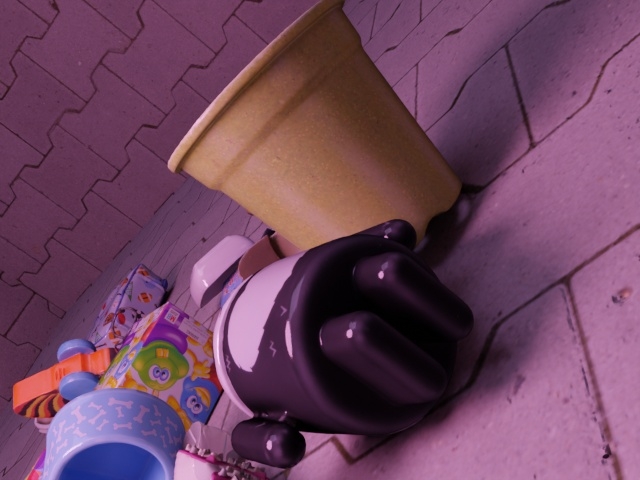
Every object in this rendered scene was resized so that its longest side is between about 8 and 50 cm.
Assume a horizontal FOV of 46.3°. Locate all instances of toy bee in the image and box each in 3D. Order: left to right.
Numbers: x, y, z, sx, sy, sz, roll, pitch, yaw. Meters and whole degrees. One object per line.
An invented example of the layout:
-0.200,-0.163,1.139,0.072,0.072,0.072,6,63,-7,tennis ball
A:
-0.414,0.263,1.398,0.298,0.162,0.195,-15,53,27,toy bee

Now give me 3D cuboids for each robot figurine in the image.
0.008,0.089,0.683,0.209,0.173,0.278,-16,-3,-31,robot figurine

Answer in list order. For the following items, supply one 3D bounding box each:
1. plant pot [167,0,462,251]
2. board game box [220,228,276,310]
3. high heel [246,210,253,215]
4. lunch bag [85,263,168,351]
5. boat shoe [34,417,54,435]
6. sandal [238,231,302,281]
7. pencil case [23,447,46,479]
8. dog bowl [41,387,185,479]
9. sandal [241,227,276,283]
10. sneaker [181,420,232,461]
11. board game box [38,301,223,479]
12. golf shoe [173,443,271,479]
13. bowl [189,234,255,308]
0.012,-0.091,0.860,0.276,0.254,0.276,-44,6,6,plant pot
-0.094,0.039,1.288,0.211,0.039,0.160,-47,17,12,board game box
-0.085,-0.171,1.596,0.186,0.093,0.261,-33,33,31,high heel
-0.504,0.213,1.881,0.243,0.115,0.303,-43,20,34,lunch bag
-0.520,0.340,1.573,0.367,0.156,0.135,-32,26,49,boat shoe
-0.003,-0.006,1.072,0.240,0.088,0.079,-31,-17,5,sandal
-0.498,0.453,1.388,0.104,0.104,0.236,-26,31,55,pencil case
-0.271,0.318,0.907,0.297,0.166,0.074,-63,21,18,dog bowl
-0.088,0.094,1.128,0.097,0.055,0.254,123,158,-47,sandal
-0.133,0.290,0.861,0.054,0.061,0.152,-16,58,51,sneaker
-0.258,0.253,1.095,0.142,0.144,0.275,-30,27,50,board game box
-0.082,0.277,0.683,0.140,0.115,0.306,-68,14,-15,golf shoe
-0.188,0.050,1.388,0.142,0.053,0.142,-43,-6,-25,bowl
